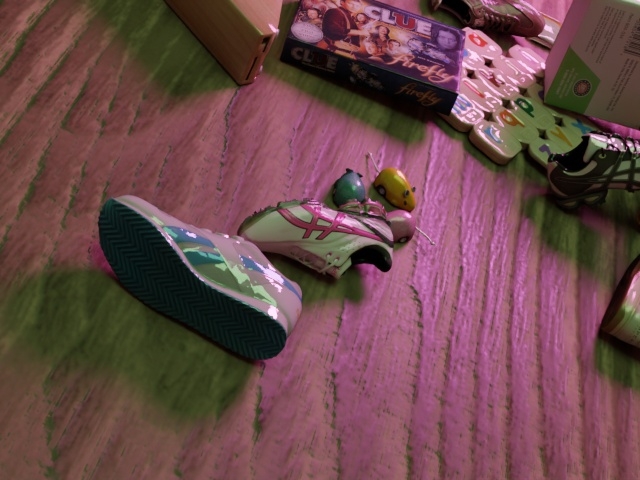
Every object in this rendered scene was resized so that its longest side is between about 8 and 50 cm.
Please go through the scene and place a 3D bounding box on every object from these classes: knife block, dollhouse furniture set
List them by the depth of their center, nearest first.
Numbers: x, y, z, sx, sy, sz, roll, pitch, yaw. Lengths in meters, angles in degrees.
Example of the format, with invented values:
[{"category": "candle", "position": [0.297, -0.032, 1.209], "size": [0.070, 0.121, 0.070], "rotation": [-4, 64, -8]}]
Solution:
[{"category": "knife block", "position": [-0.169, -0.352, 1.407], "size": [0.242, 0.088, 0.275], "rotation": [18, 44, -12]}, {"category": "dollhouse furniture set", "position": [0.340, -0.376, 1.735], "size": [0.152, 0.058, 0.076], "rotation": [24, 43, -6]}]

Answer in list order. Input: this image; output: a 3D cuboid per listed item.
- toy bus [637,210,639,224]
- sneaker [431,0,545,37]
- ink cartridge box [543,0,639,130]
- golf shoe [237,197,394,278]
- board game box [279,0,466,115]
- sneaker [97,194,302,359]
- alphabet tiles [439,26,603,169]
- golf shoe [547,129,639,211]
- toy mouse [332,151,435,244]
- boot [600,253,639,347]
[{"category": "toy bus", "position": [0.574, -0.092, 1.489], "size": [0.149, 0.220, 0.211], "rotation": [40, 36, 5]}, {"category": "sneaker", "position": [0.260, -0.354, 1.680], "size": [0.188, 0.066, 0.071], "rotation": [23, 59, 0]}, {"category": "ink cartridge box", "position": [0.490, -0.269, 1.554], "size": [0.273, 0.198, 0.115], "rotation": [16, 42, -2]}, {"category": "golf shoe", "position": [0.000, 0.000, 1.181], "size": [0.186, 0.067, 0.086], "rotation": [-2, 61, -25]}, {"category": "board game box", "position": [0.078, -0.273, 1.483], "size": [0.243, 0.042, 0.165], "rotation": [18, 43, -4]}, {"category": "sneaker", "position": [-0.123, 0.028, 1.083], "size": [0.229, 0.087, 0.092], "rotation": [36, 35, -4]}, {"category": "alphabet tiles", "position": [0.283, -0.206, 1.570], "size": [0.278, 0.021, 0.284], "rotation": [42, 44, 12]}, {"category": "golf shoe", "position": [0.397, -0.109, 1.415], "size": [0.094, 0.198, 0.077], "rotation": [55, 20, -34]}, {"category": "toy mouse", "position": [0.068, -0.045, 1.289], "size": [0.143, 0.031, 0.161], "rotation": [-23, 64, -41]}, {"category": "boot", "position": [0.462, 0.088, 1.351], "size": [0.165, 0.077, 0.213], "rotation": [36, 48, 7]}]
